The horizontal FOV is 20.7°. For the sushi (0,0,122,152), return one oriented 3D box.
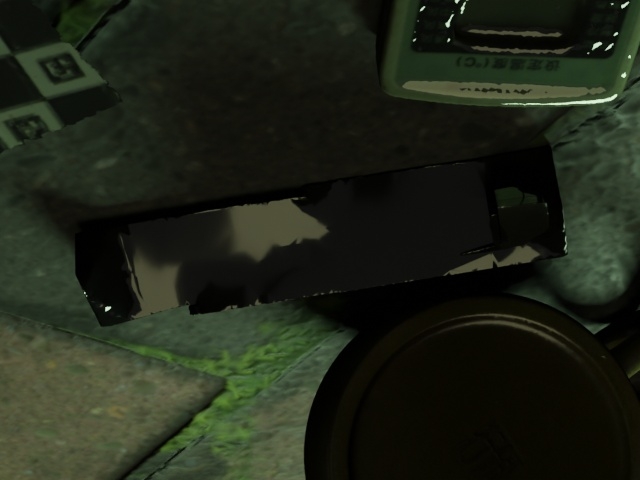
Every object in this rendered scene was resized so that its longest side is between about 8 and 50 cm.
[{"bbox_3d":[-0.192,-0.103,0.769,0.139,0.031,0.201,-19,140,19],"label":"sushi"}]

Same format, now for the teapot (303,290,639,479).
[{"bbox_3d":[0.091,0.116,1.015,0.268,0.185,0.175,-32,-179,-9],"label":"teapot"}]

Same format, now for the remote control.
[{"bbox_3d":[0.097,-0.159,0.721,0.123,0.038,0.285,1,144,-8],"label":"remote control"}]

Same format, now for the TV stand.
[{"bbox_3d":[0.000,0.000,0.931,0.257,0.040,0.049,-9,145,5],"label":"TV stand"}]
